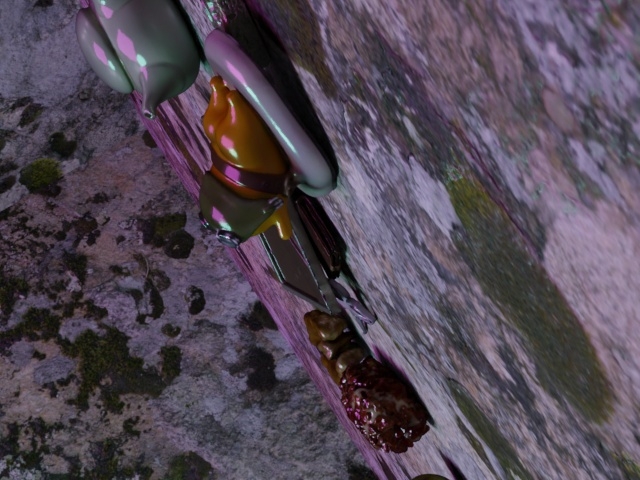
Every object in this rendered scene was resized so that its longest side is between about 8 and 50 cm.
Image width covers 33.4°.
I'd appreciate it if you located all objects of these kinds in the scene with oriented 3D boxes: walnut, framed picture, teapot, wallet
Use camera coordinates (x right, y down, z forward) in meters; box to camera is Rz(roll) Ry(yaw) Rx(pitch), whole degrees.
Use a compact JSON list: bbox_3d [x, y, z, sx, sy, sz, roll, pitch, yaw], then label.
[{"bbox_3d":[0.027,0.172,1.754,0.143,0.069,0.170,60,171,0],"label":"walnut"},{"bbox_3d":[-0.071,-0.041,1.474,0.289,0.020,0.211,66,165,-16],"label":"framed picture"},{"bbox_3d":[-0.292,-0.334,1.525,0.318,0.149,0.220,62,170,-28],"label":"teapot"},{"bbox_3d":[0.000,0.000,1.425,0.095,0.026,0.176,61,174,12],"label":"wallet"}]

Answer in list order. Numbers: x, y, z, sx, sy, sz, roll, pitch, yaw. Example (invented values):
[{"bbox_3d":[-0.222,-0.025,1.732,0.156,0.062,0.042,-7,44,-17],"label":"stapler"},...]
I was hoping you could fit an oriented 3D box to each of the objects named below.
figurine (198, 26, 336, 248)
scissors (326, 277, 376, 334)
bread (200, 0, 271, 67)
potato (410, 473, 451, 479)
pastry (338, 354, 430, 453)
[{"bbox_3d":[-0.094,-0.092,1.130,0.166,0.141,0.250,43,172,48],"label":"figurine"},{"bbox_3d":[0.048,0.104,1.515,0.100,0.015,0.189,38,169,22],"label":"scissors"},{"bbox_3d":[-0.119,-0.271,1.111,0.193,0.036,0.112,63,172,-29],"label":"bread"},{"bbox_3d":[0.189,0.452,1.566,0.169,0.143,0.248,-6,116,39],"label":"potato"},{"bbox_3d":[0.085,0.239,1.566,0.208,0.097,0.115,-140,30,-71],"label":"pastry"}]
